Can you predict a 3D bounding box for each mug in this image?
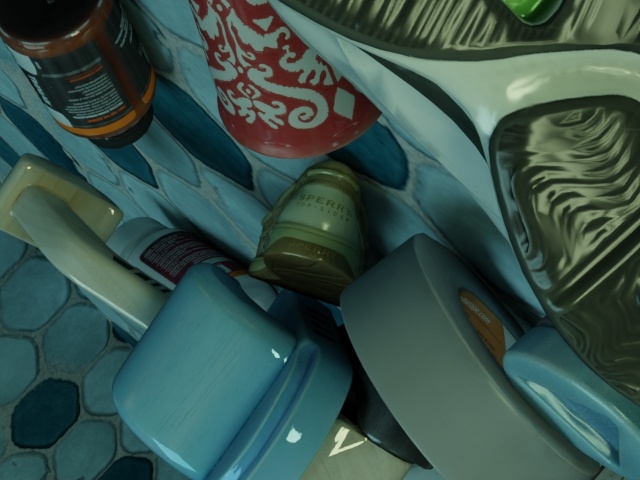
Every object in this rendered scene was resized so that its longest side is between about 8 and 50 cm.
[{"bbox_3d":[-0.041,-0.148,0.898,0.150,0.113,0.169,24,156,26],"label":"mug"}]

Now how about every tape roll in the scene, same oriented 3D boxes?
[{"bbox_3d":[0.110,0.101,1.115,0.219,0.072,0.219,48,-165,-17],"label":"tape roll"}]

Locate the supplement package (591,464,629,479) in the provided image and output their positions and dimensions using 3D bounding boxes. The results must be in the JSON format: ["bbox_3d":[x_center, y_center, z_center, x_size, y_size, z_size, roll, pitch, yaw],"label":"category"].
[{"bbox_3d":[0.251,0.312,1.277,0.145,0.204,0.262,31,162,42],"label":"supplement package"}]

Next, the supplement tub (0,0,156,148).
[{"bbox_3d":[-0.208,-0.159,1.346,0.106,0.106,0.198,36,164,27],"label":"supplement tub"}]

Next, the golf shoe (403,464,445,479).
[{"bbox_3d":[0.174,0.232,1.497,0.306,0.115,0.140,23,147,38],"label":"golf shoe"}]

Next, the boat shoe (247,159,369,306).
[{"bbox_3d":[0.000,0.000,1.318,0.104,0.089,0.285,17,172,-5],"label":"boat shoe"}]

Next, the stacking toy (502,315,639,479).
[{"bbox_3d":[0.220,0.101,0.884,0.309,0.130,0.279,32,163,35],"label":"stacking toy"}]

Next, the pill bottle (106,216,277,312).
[{"bbox_3d":[-0.163,0.058,1.841,0.221,0.121,0.121,31,162,41],"label":"pill bottle"}]

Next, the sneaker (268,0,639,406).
[{"bbox_3d":[0.083,-0.106,0.699,0.447,0.169,0.257,43,-174,-24],"label":"sneaker"}]

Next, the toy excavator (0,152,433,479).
[{"bbox_3d":[-0.124,0.088,1.457,0.445,0.222,0.433,35,-173,-12],"label":"toy excavator"}]
